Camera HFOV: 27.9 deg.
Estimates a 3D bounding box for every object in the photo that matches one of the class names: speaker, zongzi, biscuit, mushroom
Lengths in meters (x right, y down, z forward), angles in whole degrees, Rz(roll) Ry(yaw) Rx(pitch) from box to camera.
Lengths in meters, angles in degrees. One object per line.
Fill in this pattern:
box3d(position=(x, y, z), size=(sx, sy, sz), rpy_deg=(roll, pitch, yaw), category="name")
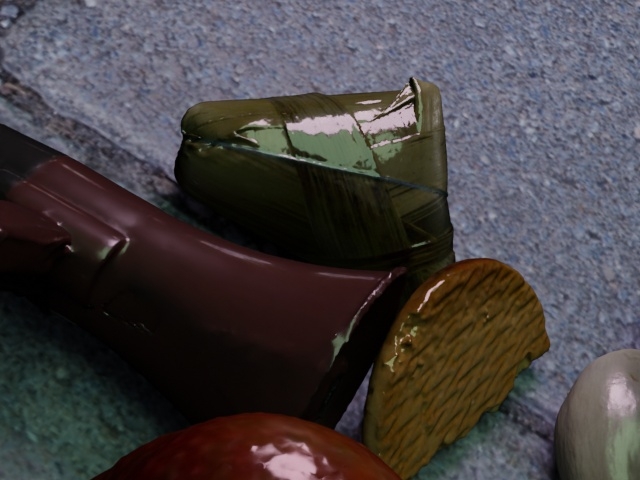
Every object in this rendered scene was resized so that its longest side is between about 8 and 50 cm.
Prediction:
box3d(position=(-0.134, 0.050, 0.864), size=(0.329, 0.198, 0.259), rpy_deg=(26, 29, 5), category="speaker")
box3d(position=(0.000, 0.000, 1.024), size=(0.221, 0.112, 0.242), rpy_deg=(-4, 83, -13), category="zongzi")
box3d(position=(0.096, 0.089, 0.970), size=(0.033, 0.144, 0.224), rpy_deg=(10, 37, 41), category="biscuit")
box3d(position=(0.233, 0.191, 0.971), size=(0.116, 0.093, 0.225), rpy_deg=(33, 42, -25), category="mushroom")

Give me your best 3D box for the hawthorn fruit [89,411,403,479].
box3d(position=(-0.031, 0.243, 0.706), size=(0.311, 0.295, 0.295), rpy_deg=(18, 51, -5), category="hawthorn fruit")
